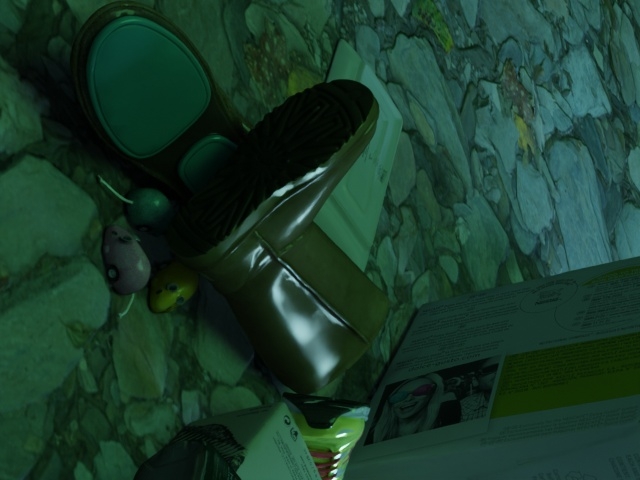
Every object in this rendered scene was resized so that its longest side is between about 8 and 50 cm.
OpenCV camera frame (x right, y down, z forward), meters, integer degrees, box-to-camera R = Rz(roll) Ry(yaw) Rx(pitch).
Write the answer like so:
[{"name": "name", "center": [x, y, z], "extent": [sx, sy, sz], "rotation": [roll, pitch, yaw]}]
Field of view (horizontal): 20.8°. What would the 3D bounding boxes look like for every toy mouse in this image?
[{"name": "toy mouse", "center": [-0.153, 0.000, 1.543], "extent": [0.143, 0.031, 0.161], "rotation": [65, 30, -17]}]

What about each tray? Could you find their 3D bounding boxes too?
[{"name": "tray", "center": [0.041, -0.094, 1.936], "extent": [0.145, 0.030, 0.270], "rotation": [55, 34, -34]}]

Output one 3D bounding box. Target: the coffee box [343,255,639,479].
[{"name": "coffee box", "center": [0.275, 0.253, 1.859], "extent": [0.338, 0.338, 0.334], "rotation": [64, 30, -21]}]

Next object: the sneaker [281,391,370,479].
[{"name": "sneaker", "center": [-0.002, 0.195, 1.605], "extent": [0.208, 0.081, 0.094], "rotation": [93, 6, -76]}]

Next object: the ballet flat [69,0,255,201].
[{"name": "ballet flat", "center": [-0.135, -0.119, 1.560], "extent": [0.124, 0.116, 0.342], "rotation": [51, 5, 40]}]

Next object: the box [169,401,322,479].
[{"name": "box", "center": [-0.107, 0.243, 1.429], "extent": [0.094, 0.113, 0.275], "rotation": [67, 28, -14]}]

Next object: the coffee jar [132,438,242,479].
[{"name": "coffee jar", "center": [-0.066, 0.240, 1.306], "extent": [0.184, 0.079, 0.096], "rotation": [51, 32, -31]}]

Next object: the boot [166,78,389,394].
[{"name": "boot", "center": [0.000, 0.000, 1.614], "extent": [0.089, 0.236, 0.269], "rotation": [52, 2, 40]}]
